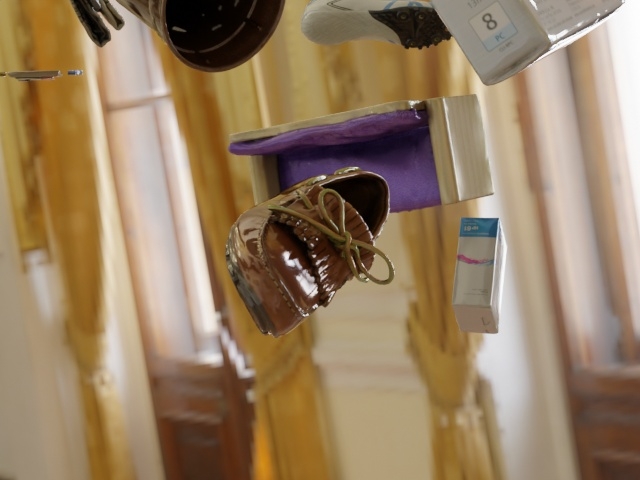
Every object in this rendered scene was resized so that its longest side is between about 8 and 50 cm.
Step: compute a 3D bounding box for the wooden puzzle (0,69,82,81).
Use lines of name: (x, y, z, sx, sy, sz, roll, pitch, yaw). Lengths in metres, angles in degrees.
wooden puzzle: (-0.378, -0.218, 2.197, 0.116, 0.014, 0.078, -1, 5, 2)

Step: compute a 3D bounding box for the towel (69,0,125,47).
towel: (-0.380, -0.445, 2.282, 0.056, 0.312, 0.324, -29, 35, -1)

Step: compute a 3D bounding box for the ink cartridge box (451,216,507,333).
ink cartridge box: (0.197, 0.044, 2.054, 0.052, 0.122, 0.088, 1, -26, 14)

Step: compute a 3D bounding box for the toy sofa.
toy sofa: (0.048, -0.104, 2.343, 0.362, 0.150, 0.177, -8, 2, 40)

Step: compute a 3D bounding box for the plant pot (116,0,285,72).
plant pot: (-0.152, -0.296, 1.887, 0.167, 0.167, 0.165, -12, 31, -35)

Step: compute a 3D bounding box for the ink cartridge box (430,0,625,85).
ink cartridge box: (0.145, -0.360, 1.704, 0.091, 0.385, 0.308, -34, -1, 29)

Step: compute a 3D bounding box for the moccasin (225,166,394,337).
moccasin: (0.001, 0.003, 1.838, 0.147, 0.139, 0.380, -24, 4, 20)

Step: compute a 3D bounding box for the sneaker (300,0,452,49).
sneaker: (0.089, -0.336, 2.470, 0.237, 0.085, 0.086, 3, 47, 13)
